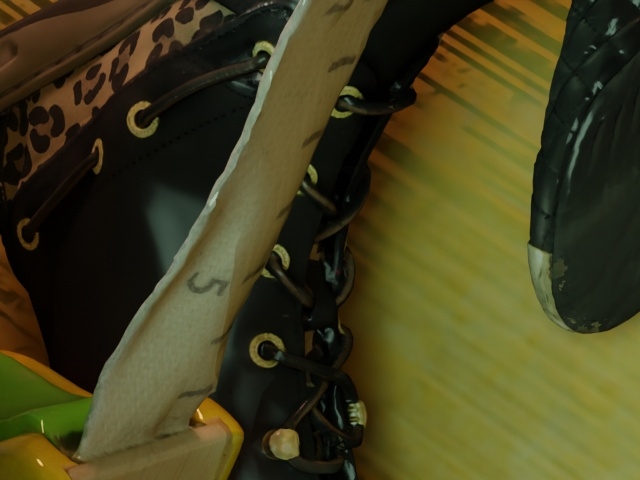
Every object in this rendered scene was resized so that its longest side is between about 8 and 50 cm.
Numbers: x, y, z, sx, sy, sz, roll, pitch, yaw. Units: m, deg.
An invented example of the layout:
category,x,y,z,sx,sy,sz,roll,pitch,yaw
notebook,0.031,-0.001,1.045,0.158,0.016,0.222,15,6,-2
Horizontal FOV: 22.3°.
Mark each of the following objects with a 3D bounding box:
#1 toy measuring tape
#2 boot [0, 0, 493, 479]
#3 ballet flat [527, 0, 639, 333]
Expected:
category,x,y,z,sx,sy,sz,roll,pitch,yaw
toy measuring tape,-0.079,0.032,0.392,0.121,0.121,0.330,33,114,20
boot,0.000,0.000,0.454,0.236,0.085,0.178,-19,81,34
ballet flat,0.090,-0.059,0.456,0.049,0.057,0.173,13,91,62
